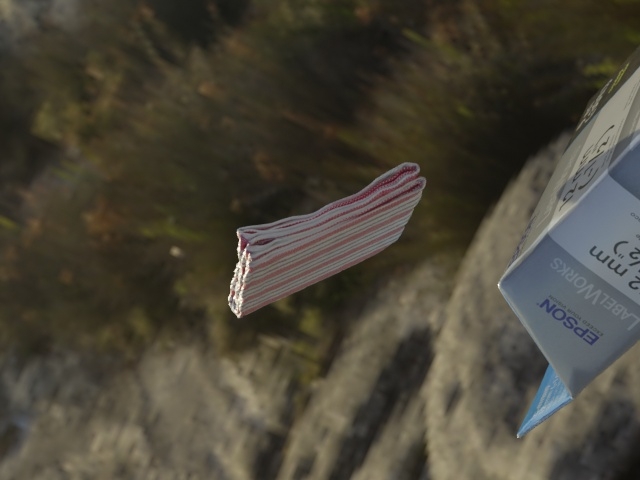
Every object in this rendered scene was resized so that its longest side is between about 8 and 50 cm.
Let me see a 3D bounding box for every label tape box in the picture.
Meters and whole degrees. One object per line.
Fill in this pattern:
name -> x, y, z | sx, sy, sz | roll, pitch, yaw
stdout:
label tape box -> 0.237, -0.043, 1.375 | 0.348, 0.115, 0.249 | -48, 7, 44

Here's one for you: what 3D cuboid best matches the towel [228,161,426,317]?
towel -> 0.000, 0.000, 1.380 | 0.029, 0.144, 0.197 | 64, 169, 10
